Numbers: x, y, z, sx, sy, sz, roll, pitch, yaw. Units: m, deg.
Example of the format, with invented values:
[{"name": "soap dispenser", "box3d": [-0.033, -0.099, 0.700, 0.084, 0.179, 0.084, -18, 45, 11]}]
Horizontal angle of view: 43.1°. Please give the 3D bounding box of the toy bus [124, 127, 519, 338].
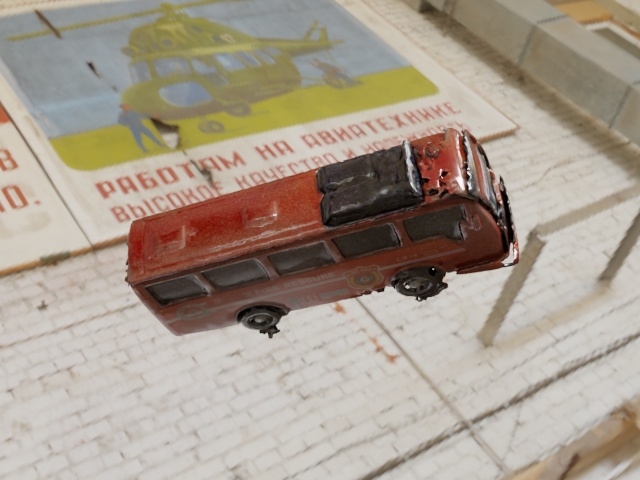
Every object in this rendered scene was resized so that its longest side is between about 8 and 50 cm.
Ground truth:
[{"name": "toy bus", "box3d": [0.000, 0.000, 0.506, 0.235, 0.073, 0.096, -15, -34, 13]}]
